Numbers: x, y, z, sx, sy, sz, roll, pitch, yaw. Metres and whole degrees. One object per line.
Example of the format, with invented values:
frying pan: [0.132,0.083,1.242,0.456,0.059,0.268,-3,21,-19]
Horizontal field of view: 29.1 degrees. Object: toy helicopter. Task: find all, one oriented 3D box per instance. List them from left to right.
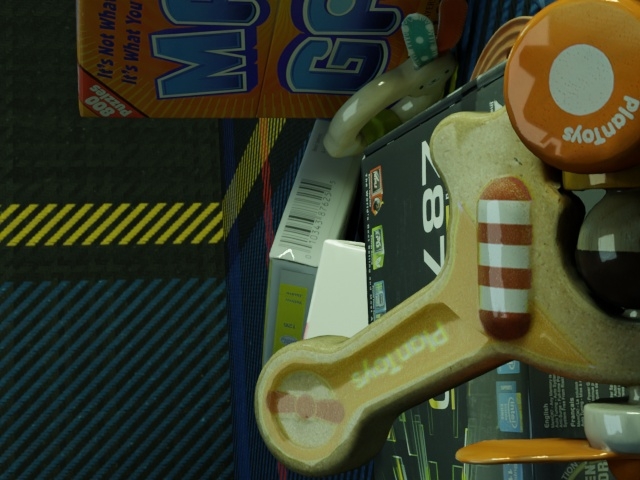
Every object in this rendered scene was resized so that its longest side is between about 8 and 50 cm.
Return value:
toy helicopter: [0.106,0.047,0.653,0.355,0.140,0.235,-34,76,32]

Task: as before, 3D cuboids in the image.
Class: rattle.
rattle: [0.100,-0.113,1.166,0.199,0.130,0.143,-42,56,39]

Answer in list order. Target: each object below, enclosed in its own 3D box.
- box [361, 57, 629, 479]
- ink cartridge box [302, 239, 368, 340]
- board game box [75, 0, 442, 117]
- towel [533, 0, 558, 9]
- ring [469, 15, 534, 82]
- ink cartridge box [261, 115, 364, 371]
box: [0.120,0.101,0.858,0.318,0.097,0.395,161,109,-73]
ink cartridge box: [0.043,0.087,1.179,0.218,0.092,0.158,24,-102,-80]
board game box: [-0.059,-0.365,1.198,0.356,0.356,0.356,108,158,-56]
towel: [0.174,-0.192,0.889,0.119,0.029,0.067,-114,25,-61]
ring: [0.162,-0.003,0.959,0.336,0.032,0.336,180,90,-78]
ink cartridge box: [0.000,0.000,1.372,0.307,0.072,0.303,101,-177,-52]
